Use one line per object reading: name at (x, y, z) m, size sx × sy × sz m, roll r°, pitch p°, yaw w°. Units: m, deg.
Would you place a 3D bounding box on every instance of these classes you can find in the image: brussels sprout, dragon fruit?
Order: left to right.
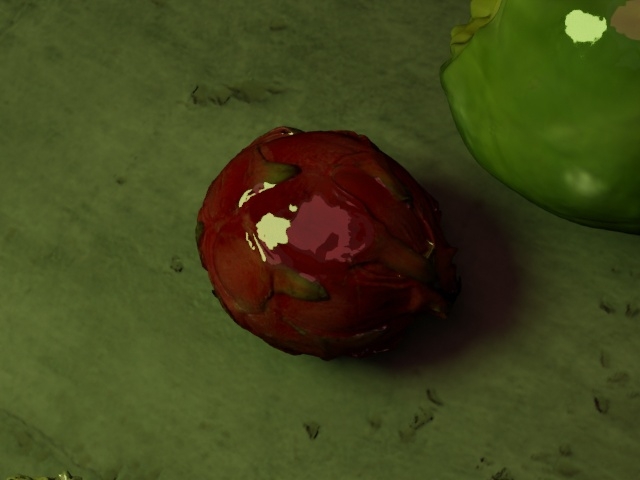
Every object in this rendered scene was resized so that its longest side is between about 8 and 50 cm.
dragon fruit at (0.000, 0.000, 1.355) m, size 0.209 × 0.172 × 0.172 m, roll 10°, pitch 72°, yaw 28°
brussels sprout at (0.243, -0.162, 1.292) m, size 0.344 × 0.268 × 0.344 m, roll -9°, pitch 57°, yaw 14°

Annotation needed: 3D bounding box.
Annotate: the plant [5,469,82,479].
plant at (-0.216, 0.234, 1.363) m, size 0.104 × 0.116 × 0.122 m, roll -15°, pitch 86°, yaw 25°
